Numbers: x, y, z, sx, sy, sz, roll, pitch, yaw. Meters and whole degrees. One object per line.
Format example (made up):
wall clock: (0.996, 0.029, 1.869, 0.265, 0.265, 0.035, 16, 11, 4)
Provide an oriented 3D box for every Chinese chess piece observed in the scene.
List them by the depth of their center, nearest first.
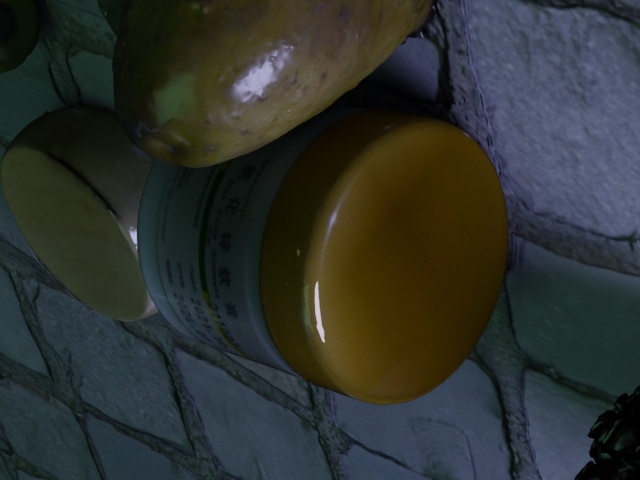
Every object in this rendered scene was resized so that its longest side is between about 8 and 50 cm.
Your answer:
Chinese chess piece: (-0.237, -0.030, 1.887, 0.251, 0.097, 0.251, 33, 147, 25)

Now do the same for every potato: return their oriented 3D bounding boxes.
potato: (-0.055, -0.172, 1.319, 0.229, 0.266, 0.229, 30, 148, 21)

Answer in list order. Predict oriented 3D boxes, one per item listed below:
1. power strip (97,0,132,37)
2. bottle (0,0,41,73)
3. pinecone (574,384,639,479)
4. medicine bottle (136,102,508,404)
power strip: (-0.079, -0.093, 1.645, 0.092, 0.066, 0.387, -8, 117, 54)
bottle: (-0.409, -0.239, 1.841, 0.260, 0.112, 0.112, 12, 135, 46)
pinecone: (0.298, 0.199, 1.365, 0.221, 0.221, 0.221, 32, 147, 24)
medicine bottle: (0.000, 0.000, 1.471, 0.232, 0.238, 0.238, 14, 136, 44)
